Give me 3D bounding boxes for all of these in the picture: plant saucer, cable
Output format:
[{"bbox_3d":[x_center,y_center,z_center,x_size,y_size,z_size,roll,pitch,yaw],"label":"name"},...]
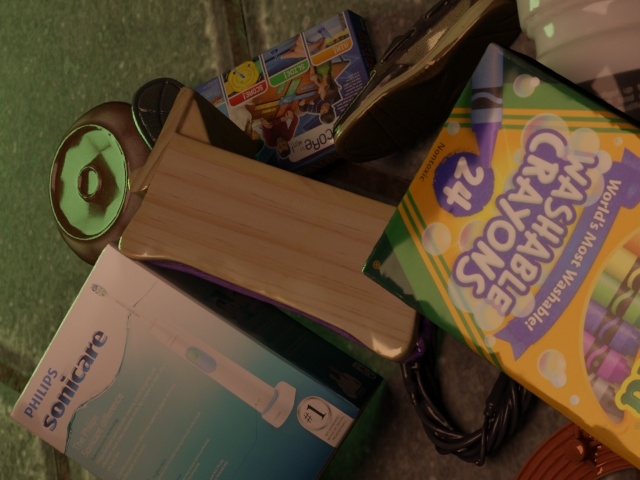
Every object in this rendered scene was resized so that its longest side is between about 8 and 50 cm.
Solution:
[{"bbox_3d":[-0.261,-0.067,1.866,0.199,0.036,0.198,-4,84,40],"label":"plant saucer"},{"bbox_3d":[0.144,0.121,1.504,0.151,0.047,0.184,-23,68,32],"label":"cable"}]

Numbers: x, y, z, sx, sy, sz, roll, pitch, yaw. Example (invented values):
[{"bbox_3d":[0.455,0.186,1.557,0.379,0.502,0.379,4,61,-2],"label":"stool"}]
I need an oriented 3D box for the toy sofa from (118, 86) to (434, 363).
[{"bbox_3d":[0.000,0.000,1.486,0.363,0.150,0.177,19,81,30],"label":"toy sofa"}]

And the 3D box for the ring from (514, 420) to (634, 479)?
[{"bbox_3d":[0.284,0.307,1.376,0.337,0.032,0.336,-2,87,41],"label":"ring"}]

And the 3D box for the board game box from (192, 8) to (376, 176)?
[{"bbox_3d":[-0.030,-0.135,1.645,0.201,0.035,0.136,-23,72,25],"label":"board game box"}]

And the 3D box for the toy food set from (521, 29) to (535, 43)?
[{"bbox_3d":[0.262,-0.236,1.424,0.132,0.038,0.192,48,117,32],"label":"toy food set"}]

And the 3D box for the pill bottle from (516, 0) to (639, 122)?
[{"bbox_3d":[0.270,-0.055,1.288,0.210,0.210,0.362,-15,80,39],"label":"pill bottle"}]

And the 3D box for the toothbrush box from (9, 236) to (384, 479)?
[{"bbox_3d":[-0.123,0.156,1.582,0.295,0.126,0.216,32,105,5],"label":"toothbrush box"}]

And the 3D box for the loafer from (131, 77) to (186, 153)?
[{"bbox_3d":[-0.129,-0.052,1.736,0.096,0.084,0.267,-21,70,-6],"label":"loafer"}]

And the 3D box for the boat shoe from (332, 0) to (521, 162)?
[{"bbox_3d":[0.096,-0.167,1.535,0.223,0.080,0.073,-42,47,17],"label":"boat shoe"}]

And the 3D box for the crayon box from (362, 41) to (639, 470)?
[{"bbox_3d":[0.211,0.022,1.148,0.323,0.083,0.203,35,104,26],"label":"crayon box"}]
